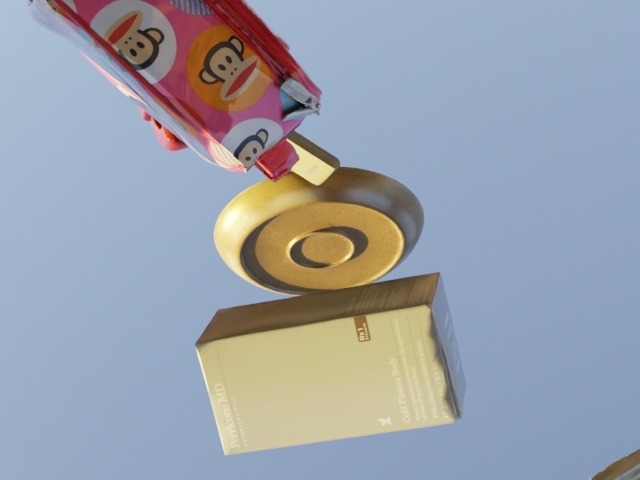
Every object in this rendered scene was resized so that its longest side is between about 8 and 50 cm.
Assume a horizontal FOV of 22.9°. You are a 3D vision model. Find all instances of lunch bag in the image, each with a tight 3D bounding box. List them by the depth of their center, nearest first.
[{"bbox_3d":[-0.111,-0.147,1.276,0.120,0.258,0.293,-47,-166,-3],"label":"lunch bag"}]

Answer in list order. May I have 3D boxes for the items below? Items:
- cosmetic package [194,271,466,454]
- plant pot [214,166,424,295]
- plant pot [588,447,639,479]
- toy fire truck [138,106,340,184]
[{"bbox_3d":[0.012,0.118,1.520,0.238,0.127,0.107,-13,-165,12],"label":"cosmetic package"},{"bbox_3d":[0.000,0.000,1.760,0.236,0.236,0.032,-15,-125,14],"label":"plant pot"},{"bbox_3d":[0.284,0.356,1.073,0.334,0.334,0.305,-33,-131,-19],"label":"plant pot"},{"bbox_3d":[-0.101,-0.147,1.646,0.158,0.246,0.217,-16,165,-15],"label":"toy fire truck"}]
